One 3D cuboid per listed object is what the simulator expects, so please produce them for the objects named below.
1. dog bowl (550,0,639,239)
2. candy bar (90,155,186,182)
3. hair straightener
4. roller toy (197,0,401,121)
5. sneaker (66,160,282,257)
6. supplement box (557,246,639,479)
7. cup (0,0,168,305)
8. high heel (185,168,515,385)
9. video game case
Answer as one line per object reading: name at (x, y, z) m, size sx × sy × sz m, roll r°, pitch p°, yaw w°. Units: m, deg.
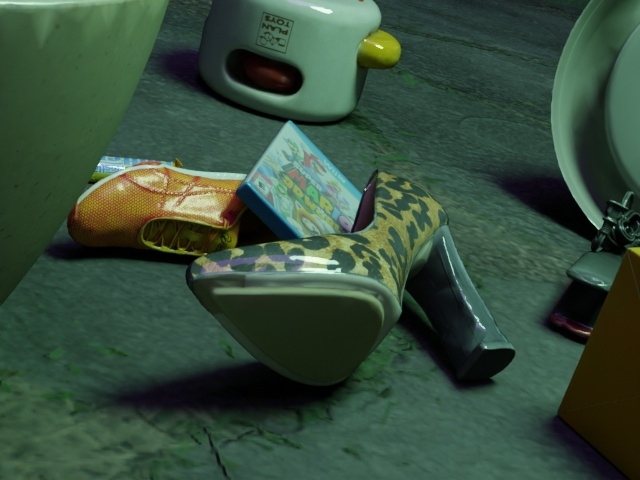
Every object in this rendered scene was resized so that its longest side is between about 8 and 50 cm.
dog bowl at (0.407, -0.127, 0.950) m, size 0.348 × 0.349 × 0.102 m, roll 28°, pitch 14°, yaw 25°
candy bar at (-0.185, -0.060, 0.799) m, size 0.161 × 0.018 × 0.040 m, roll 4°, pitch 27°, yaw -25°
hair straightener at (0.257, 0.008, 0.844) m, size 0.047 × 0.089 × 0.230 m, roll 25°, pitch 25°, yaw 24°
roller toy at (-0.033, -0.230, 1.106) m, size 0.191 × 0.146 × 0.209 m, roll -3°, pitch 31°, yaw -36°
sneaker at (-0.095, -0.017, 0.709) m, size 0.175 × 0.064 × 0.067 m, roll -6°, pitch 39°, yaw -37°
supplement box at (0.299, 0.102, 0.616) m, size 0.194 × 0.129 × 0.191 m, roll -2°, pitch 30°, yaw -35°
cup at (-0.255, -0.054, 0.470) m, size 0.331 × 0.237 × 0.331 m, roll 14°, pitch 25°, yaw -6°
high heel at (0.000, 0.000, 0.647) m, size 0.261 × 0.093 × 0.186 m, roll 15°, pitch 36°, yaw -41°
video game case at (-0.003, -0.027, 0.776) m, size 0.119 × 0.015 × 0.166 m, roll 45°, pitch 22°, yaw -10°
